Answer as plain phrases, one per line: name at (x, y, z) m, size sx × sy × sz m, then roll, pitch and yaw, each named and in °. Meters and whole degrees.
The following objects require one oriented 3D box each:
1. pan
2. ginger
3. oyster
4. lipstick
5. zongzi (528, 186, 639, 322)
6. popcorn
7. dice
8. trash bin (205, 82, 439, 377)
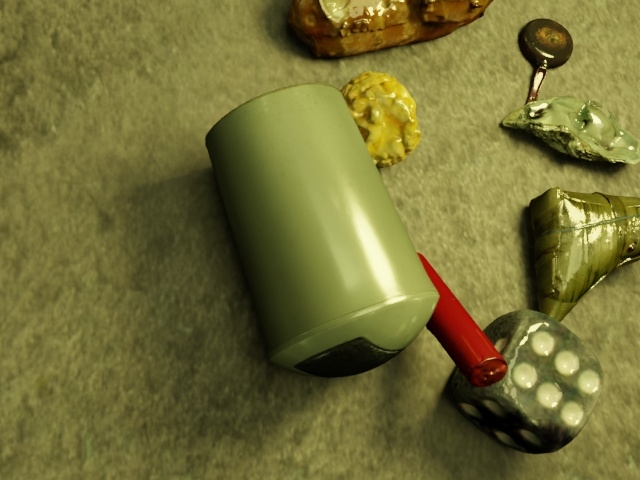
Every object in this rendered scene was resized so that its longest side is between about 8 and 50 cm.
pan at (0.450, -0.364, 1.604) m, size 0.114 × 0.040 × 0.212 m, roll 20°, pitch 69°, yaw -4°
ginger at (0.148, -0.453, 1.441) m, size 0.418 × 0.254 × 0.176 m, roll -10°, pitch 83°, yaw -13°
oyster at (0.511, -0.208, 1.551) m, size 0.252 × 0.087 × 0.199 m, roll -21°, pitch 72°, yaw -28°
lipstick at (0.204, 0.125, 1.293) m, size 0.073 × 0.073 × 0.280 m, roll -11°, pitch 38°, yaw -19°
zongzi at (0.517, 0.048, 1.461) m, size 0.250 × 0.125 × 0.274 m, roll 3°, pitch 76°, yaw -8°
popcorn at (0.093, -0.209, 1.406) m, size 0.180 × 0.180 × 0.170 m, roll 44°, pitch 40°, yaw -1°
dice at (0.343, 0.237, 1.325) m, size 0.182 × 0.183 × 0.181 m, roll 38°, pitch 67°, yaw -5°
trash bin at (0.000, 0.000, 1.247) m, size 0.280 × 0.280 × 0.432 m, roll -16°, pitch 76°, yaw -20°
